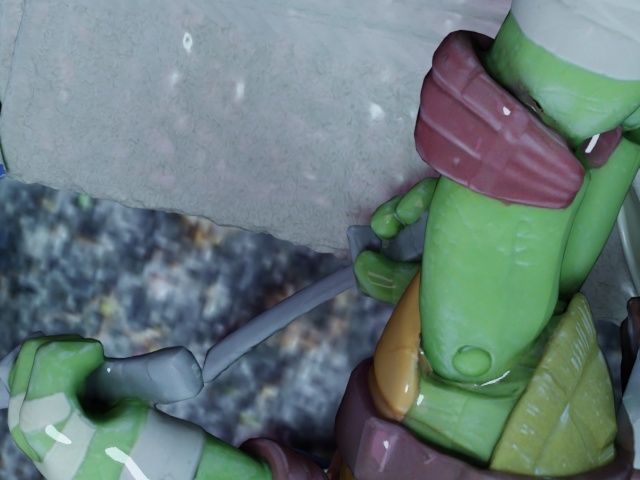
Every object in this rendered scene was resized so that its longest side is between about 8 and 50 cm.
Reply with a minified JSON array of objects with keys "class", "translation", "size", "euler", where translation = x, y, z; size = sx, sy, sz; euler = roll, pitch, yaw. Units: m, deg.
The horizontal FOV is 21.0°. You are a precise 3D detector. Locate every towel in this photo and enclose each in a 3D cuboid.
[{"class":"towel","translation":[0.014,-0.083,0.623],"size":[0.282,0.049,0.187],"euler":[15,108,16]}]

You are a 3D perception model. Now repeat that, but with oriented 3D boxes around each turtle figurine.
[{"class":"turtle figurine","translation":[0.000,0.000,0.483],"size":[0.274,0.198,0.266],"euler":[46,117,47]}]

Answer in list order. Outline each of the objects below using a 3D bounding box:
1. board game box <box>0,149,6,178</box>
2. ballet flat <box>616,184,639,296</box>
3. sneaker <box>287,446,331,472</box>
[{"class":"board game box","translation":[-0.269,-0.169,0.666],"size":[0.233,0.078,0.347],"euler":[-7,100,34]},{"class":"ballet flat","translation":[0.130,-0.036,0.542],"size":[0.079,0.077,0.221],"euler":[8,109,23]},{"class":"sneaker","translation":[-0.015,0.157,0.672],"size":[0.297,0.111,0.129],"euler":[-40,71,19]}]
